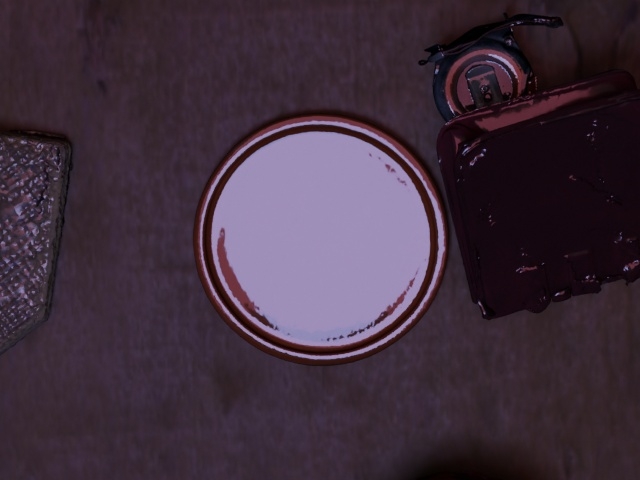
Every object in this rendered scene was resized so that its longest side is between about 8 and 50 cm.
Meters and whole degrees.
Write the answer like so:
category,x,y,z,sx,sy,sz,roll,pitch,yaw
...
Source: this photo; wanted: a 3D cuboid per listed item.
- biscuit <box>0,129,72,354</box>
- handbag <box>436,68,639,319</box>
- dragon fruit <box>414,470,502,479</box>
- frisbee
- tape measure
category,x,y,z,sx,sy,sz,roll,pitch,yaw
biscuit,-0.334,0.010,1.566,0.147,0.046,0.250,10,99,2
handbag,0.223,-0.039,1.469,0.203,0.074,0.216,-18,123,-1
dragon fruit,0.148,0.328,1.538,0.282,0.147,0.211,10,90,0
frisbee,0.000,0.000,1.552,0.251,0.021,0.250,1,98,4
tape measure,0.161,-0.148,1.446,0.104,0.180,0.107,-23,95,-9
